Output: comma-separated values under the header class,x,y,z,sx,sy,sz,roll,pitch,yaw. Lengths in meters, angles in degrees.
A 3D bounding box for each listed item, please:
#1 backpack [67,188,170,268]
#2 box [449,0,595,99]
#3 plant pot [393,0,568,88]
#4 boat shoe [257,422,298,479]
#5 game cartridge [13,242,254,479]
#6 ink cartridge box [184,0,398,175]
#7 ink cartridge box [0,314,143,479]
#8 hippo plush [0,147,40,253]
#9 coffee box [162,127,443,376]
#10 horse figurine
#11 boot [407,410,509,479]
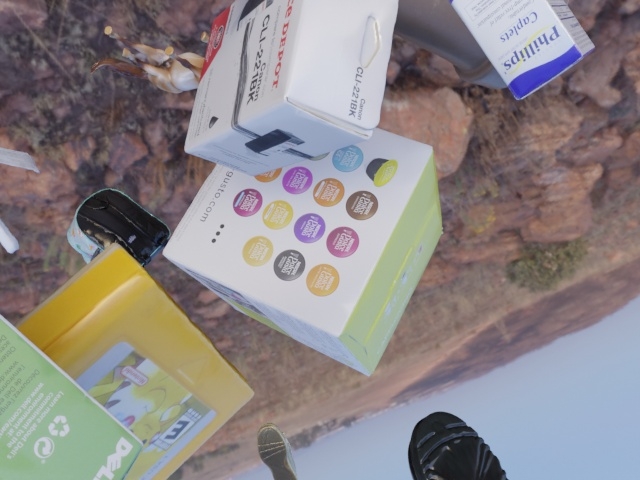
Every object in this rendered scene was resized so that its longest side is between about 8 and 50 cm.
class,x,y,z,sx,sy,sz,roll,pitch,yaw
backpack,-0.451,-0.010,1.374,0.144,0.188,0.166,-33,-163,48
box,0.200,-0.221,0.625,0.072,0.137,0.126,-35,180,34
plant pot,0.187,-0.367,0.886,0.229,0.263,0.263,10,154,-12
boat shoe,-0.080,0.405,1.193,0.056,0.153,0.048,-20,-160,8
game cartridge,-0.216,0.186,0.506,0.323,0.052,0.285,-45,152,-14
ink cartridge box,-0.044,-0.202,0.743,0.114,0.197,0.273,17,167,-32
ink cartridge box,-0.171,0.110,0.335,0.109,0.209,0.062,-24,-155,38
hippo plush,-0.512,-0.137,0.704,0.236,0.234,0.294,-2,160,22
coffee box,0.000,0.000,1.128,0.338,0.334,0.338,-62,158,-14
horse figurine,-0.223,-0.270,0.980,0.263,0.066,0.174,8,173,21
boot,0.069,0.162,0.329,0.045,0.121,0.099,-17,153,-32
